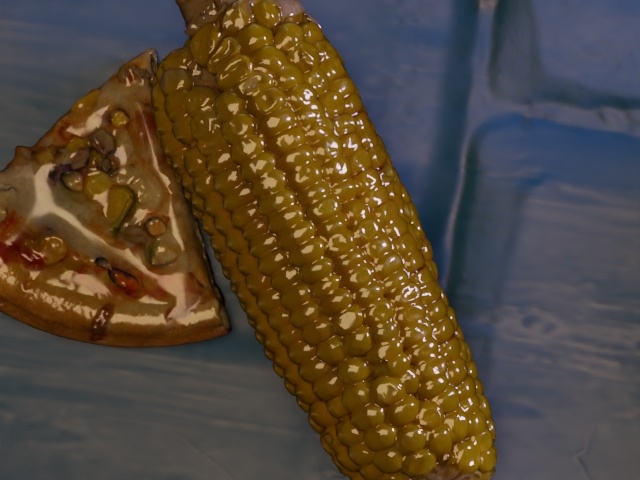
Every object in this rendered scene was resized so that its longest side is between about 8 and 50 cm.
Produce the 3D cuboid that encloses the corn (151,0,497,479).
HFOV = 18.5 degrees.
[{"bbox_3d":[0.000,0.000,1.082,0.119,0.119,0.322,-27,87,3],"label":"corn"}]

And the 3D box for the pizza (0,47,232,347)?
[{"bbox_3d":[-0.116,-0.022,1.130,0.185,0.036,0.176,28,90,4],"label":"pizza"}]
